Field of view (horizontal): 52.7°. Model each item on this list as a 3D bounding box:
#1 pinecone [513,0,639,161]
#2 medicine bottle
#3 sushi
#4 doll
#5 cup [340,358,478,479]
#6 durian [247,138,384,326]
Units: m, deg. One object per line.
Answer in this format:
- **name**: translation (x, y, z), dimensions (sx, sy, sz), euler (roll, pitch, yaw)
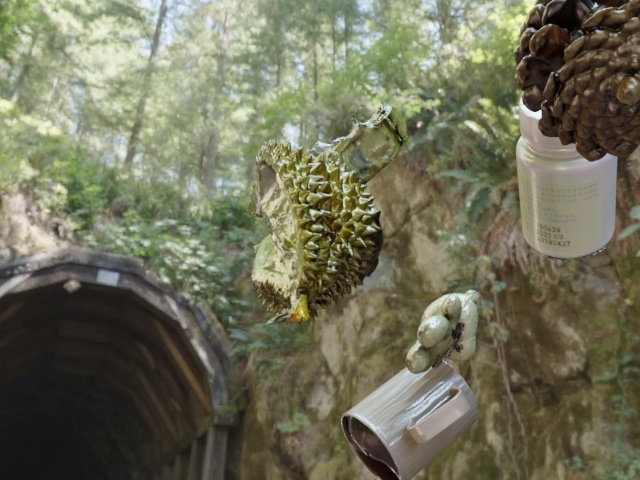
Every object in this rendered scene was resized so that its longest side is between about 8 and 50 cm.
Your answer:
- **pinecone**: translation (0.383, -0.255, 0.875), dimensions (0.264, 0.264, 0.264), euler (0, -28, 0)
- **medicine bottle**: translation (0.557, -0.155, 1.465), dimensions (0.213, 0.214, 0.379), euler (-7, -51, 13)
- **sushi**: translation (0.047, -0.179, 1.337), dimensions (0.291, 0.131, 0.139), euler (-34, -50, 4)
- **doll**: translation (0.268, 0.211, 1.405), dimensions (0.175, 0.149, 0.278), euler (-36, -9, 29)
- **cup**: translation (0.209, 0.402, 1.492), dimensions (0.273, 0.208, 0.288), euler (-31, -33, -24)
- **durian**: translation (0.000, 0.000, 0.683), dimensions (0.137, 0.237, 0.193), euler (5, -49, -12)
